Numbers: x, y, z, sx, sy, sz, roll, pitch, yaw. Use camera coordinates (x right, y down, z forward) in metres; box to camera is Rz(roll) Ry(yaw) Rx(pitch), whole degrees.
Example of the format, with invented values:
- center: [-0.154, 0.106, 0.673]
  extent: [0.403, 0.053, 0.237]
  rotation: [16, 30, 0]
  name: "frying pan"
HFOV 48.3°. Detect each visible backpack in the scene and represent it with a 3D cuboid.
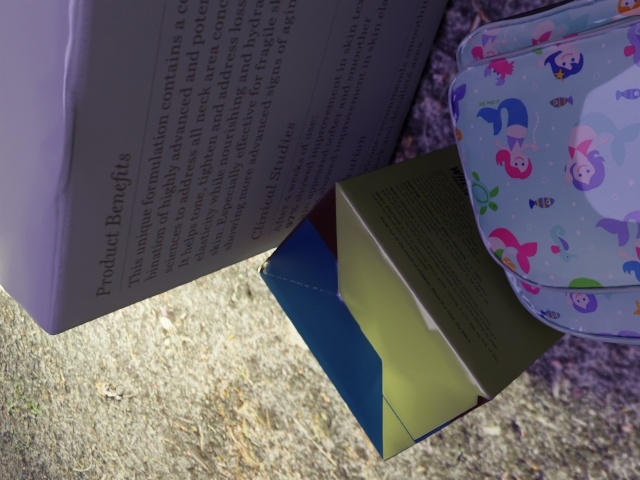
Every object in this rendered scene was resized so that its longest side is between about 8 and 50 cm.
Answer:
- center: [0.220, -0.050, 0.511]
  extent: [0.225, 0.191, 0.254]
  rotation: [-3, 108, 42]
  name: "backpack"

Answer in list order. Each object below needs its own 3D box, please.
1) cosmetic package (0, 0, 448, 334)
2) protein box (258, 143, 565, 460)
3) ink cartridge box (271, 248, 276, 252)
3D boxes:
- center: [-0.138, -0.192, 0.629]
  extent: [0.327, 0.393, 0.330]
  rotation: [37, 126, 26]
  name: "cosmetic package"
- center: [0.096, 0.043, 0.636]
  extent: [0.200, 0.201, 0.136]
  rotation: [55, 133, 12]
  name: "protein box"
- center: [0.000, 0.000, 0.786]
  extent: [0.122, 0.088, 0.052]
  rotation: [40, 125, 24]
  name: "ink cartridge box"
